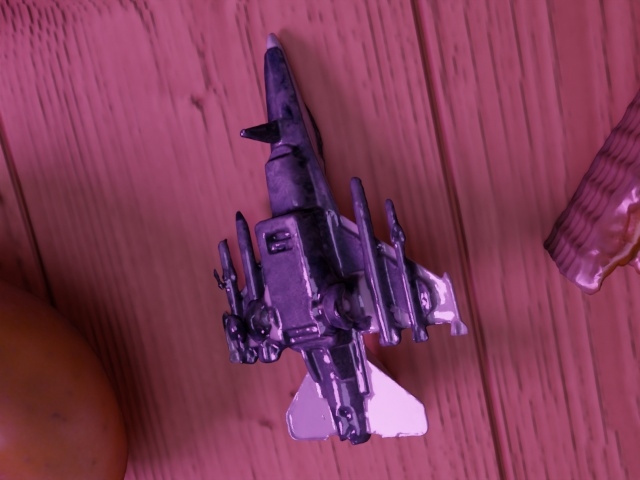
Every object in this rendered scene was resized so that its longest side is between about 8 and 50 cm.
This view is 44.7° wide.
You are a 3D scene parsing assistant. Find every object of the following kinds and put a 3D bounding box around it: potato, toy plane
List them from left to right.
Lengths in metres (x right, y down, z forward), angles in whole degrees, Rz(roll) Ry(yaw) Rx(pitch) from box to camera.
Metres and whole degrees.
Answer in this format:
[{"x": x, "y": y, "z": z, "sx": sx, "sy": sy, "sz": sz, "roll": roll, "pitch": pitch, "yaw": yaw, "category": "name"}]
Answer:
[{"x": -0.213, "y": 0.080, "z": 0.422, "sx": 0.234, "sy": 0.146, "sz": 0.150, "roll": 25, "pitch": 149, "yaw": -9, "category": "potato"}, {"x": -0.008, "y": 0.010, "z": 0.403, "sx": 0.160, "sy": 0.082, "sz": 0.234, "roll": -14, "pitch": 100, "yaw": 39, "category": "toy plane"}]

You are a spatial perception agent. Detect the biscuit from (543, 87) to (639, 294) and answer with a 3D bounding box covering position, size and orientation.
[{"x": 0.219, "y": -0.138, "z": 0.325, "sx": 0.054, "sy": 0.094, "sz": 0.379, "roll": 28, "pitch": 104, "yaw": 3, "category": "biscuit"}]
